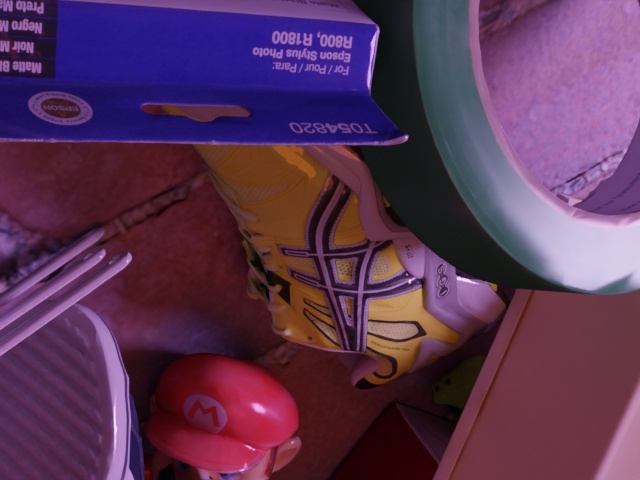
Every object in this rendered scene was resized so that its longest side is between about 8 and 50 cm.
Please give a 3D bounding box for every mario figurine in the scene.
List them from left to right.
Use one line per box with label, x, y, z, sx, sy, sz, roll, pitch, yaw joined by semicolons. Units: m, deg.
mario figurine;-0.107;0.231;0.910;0.198;0.170;0.321;-9;131;-29

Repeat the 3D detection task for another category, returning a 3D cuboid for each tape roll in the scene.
tape roll;0.163;-0.126;0.732;0.321;0.077;0.321;-1;92;-34

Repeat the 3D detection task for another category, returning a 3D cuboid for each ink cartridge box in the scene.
ink cartridge box;-0.088;-0.125;0.609;0.223;0.224;0.045;-2;126;-27

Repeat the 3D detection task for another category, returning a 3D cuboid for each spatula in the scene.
spatula;-0.233;0.067;0.733;0.242;0.168;0.019;-37;107;-9

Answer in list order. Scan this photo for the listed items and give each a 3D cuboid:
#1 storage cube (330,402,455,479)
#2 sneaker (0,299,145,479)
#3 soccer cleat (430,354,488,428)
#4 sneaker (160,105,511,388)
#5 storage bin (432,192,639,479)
storage cube;0.114;0.298;1.071;0.215;0.184;0.193;23;110;-38
sneaker;-0.180;0.204;0.800;0.126;0.321;0.127;1;175;15
soccer cleat;0.169;0.165;1.090;0.072;0.060;0.179;-30;134;19
sneaker;0.000;0.000;0.807;0.147;0.145;0.384;-43;132;5
storage bin;0.245;0.115;0.954;0.260;0.123;0.262;6;108;-58
